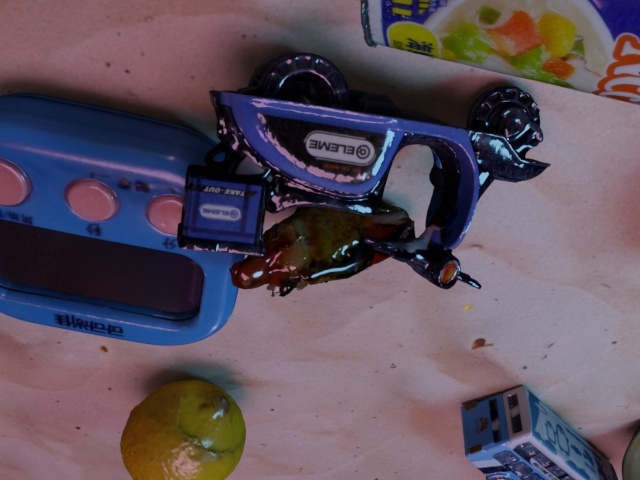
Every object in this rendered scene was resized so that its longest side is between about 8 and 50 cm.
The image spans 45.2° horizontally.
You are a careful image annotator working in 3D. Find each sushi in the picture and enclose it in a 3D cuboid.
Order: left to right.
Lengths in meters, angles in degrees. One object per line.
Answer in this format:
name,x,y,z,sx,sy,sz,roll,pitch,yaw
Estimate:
sushi,-0.002,-0.001,0.854,0.226,0.097,0.103,-17,-178,-28

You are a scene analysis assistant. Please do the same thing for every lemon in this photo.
lemon,-0.208,0.301,1.163,0.193,0.180,0.180,-20,133,4

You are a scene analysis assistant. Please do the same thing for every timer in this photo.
timer,-0.254,-0.014,0.879,0.340,0.115,0.309,11,134,-5

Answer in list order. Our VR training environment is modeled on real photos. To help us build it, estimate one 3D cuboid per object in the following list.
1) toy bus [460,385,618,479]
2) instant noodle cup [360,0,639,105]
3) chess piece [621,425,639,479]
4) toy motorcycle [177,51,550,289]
toy bus,0.345,0.347,1.200,0.131,0.106,0.297,-33,123,29
instant noodle cup,0.196,-0.217,0.527,0.312,0.284,0.284,9,137,10
chess piece,0.627,0.402,1.185,0.182,0.182,0.330,-32,130,33
toy motorcycle,0.050,-0.062,0.750,0.359,0.125,0.212,6,102,-12
